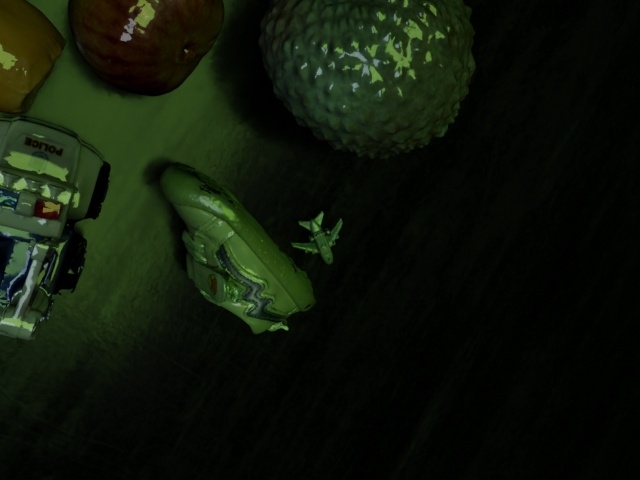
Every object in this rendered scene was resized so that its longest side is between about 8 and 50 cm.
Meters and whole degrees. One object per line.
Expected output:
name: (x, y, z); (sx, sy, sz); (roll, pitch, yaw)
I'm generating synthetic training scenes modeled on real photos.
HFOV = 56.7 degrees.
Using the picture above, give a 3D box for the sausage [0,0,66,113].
sausage: (-0.423, -0.247, 0.542); (0.354, 0.116, 0.134); (31, 56, -26)

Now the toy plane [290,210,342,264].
toy plane: (0.001, 0.001, 0.848); (0.080, 0.033, 0.083); (-26, 112, -7)

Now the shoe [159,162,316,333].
shoe: (-0.105, 0.019, 0.740); (0.262, 0.140, 0.128); (45, 75, -30)

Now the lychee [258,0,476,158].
lychee: (0.057, -0.224, 0.718); (0.255, 0.255, 0.274); (-44, 149, -11)

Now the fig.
fig: (-0.207, -0.235, 0.650); (0.148, 0.202, 0.149); (11, 83, -64)

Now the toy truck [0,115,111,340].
toy truck: (-0.310, -0.019, 0.615); (0.161, 0.177, 0.213); (16, 94, -26)
